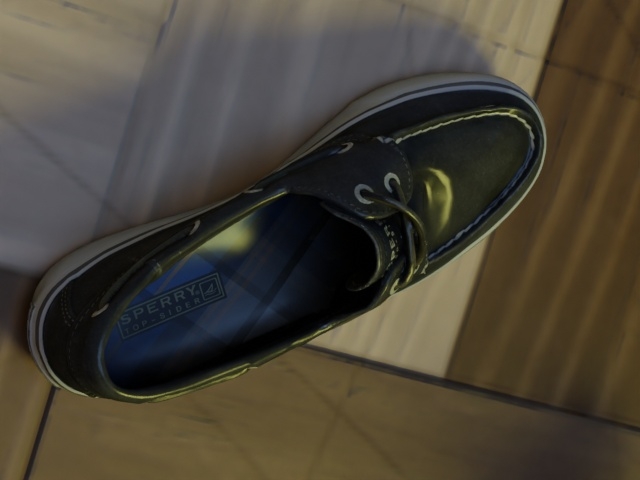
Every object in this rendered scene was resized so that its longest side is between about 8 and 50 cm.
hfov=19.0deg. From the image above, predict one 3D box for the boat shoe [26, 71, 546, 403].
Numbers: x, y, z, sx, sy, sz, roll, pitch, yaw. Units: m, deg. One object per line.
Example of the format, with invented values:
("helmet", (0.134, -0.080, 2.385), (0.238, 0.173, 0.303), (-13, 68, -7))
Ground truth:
("boat shoe", (0.000, 0.000, 0.727), (0.228, 0.076, 0.080), (-22, 108, -20))
